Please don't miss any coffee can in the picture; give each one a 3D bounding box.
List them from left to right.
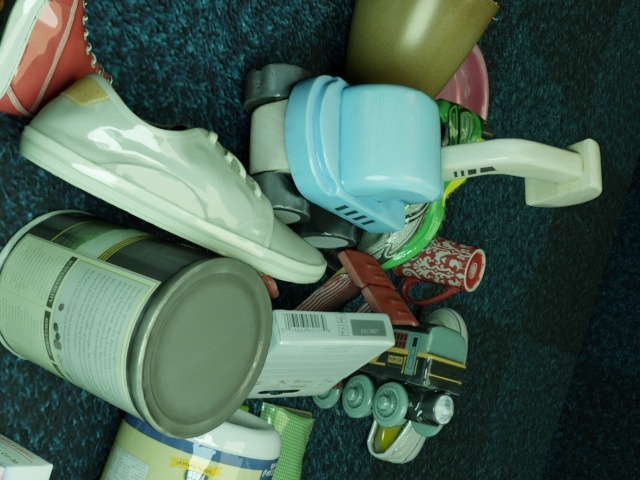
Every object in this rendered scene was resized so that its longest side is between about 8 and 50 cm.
[{"bbox_3d":[-0.224,0.087,0.920,0.201,0.275,0.201,-25,122,-48],"label":"coffee can"}]

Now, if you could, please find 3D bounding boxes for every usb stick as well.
[{"bbox_3d":[0.000,0.000,1.396,0.278,0.045,0.077,36,79,-53],"label":"usb stick"}]

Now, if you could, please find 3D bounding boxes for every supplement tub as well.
[{"bbox_3d":[-0.205,0.384,1.100,0.228,0.228,0.316,27,80,-54],"label":"supplement tub"}]

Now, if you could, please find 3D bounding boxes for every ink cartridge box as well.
[{"bbox_3d":[-0.394,0.267,0.895,0.198,0.115,0.067,23,83,-56],"label":"ink cartridge box"},{"bbox_3d":[-0.029,0.173,1.173,0.189,0.232,0.066,4,64,-29],"label":"ink cartridge box"}]

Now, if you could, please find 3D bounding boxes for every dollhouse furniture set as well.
[{"bbox_3d":[-0.071,0.396,1.353,0.301,0.151,0.197,29,79,-54],"label":"dollhouse furniture set"},{"bbox_3d":[-0.040,0.125,1.219,0.201,0.152,0.374,-43,153,23],"label":"dollhouse furniture set"}]

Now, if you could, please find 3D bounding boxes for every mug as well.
[{"bbox_3d":[0.248,0.059,1.648,0.113,0.169,0.150,-23,120,-49],"label":"mug"}]

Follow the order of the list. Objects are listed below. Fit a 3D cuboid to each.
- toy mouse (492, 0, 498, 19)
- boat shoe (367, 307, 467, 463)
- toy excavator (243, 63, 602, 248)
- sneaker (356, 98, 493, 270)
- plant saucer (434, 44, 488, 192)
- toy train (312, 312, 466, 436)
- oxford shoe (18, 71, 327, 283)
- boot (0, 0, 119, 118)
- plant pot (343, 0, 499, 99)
[{"bbox_3d":[0.346,-0.523,1.683,0.161,0.031,0.143,-2,104,-54],"label":"toy mouse"},{"bbox_3d":[0.194,0.310,1.719,0.156,0.136,0.367,23,93,-52],"label":"boat shoe"},{"bbox_3d":[0.156,-0.116,1.183,0.433,0.445,0.222,24,65,-55],"label":"toy excavator"},{"bbox_3d":[0.157,-0.102,1.421,0.146,0.134,0.343,28,94,-33],"label":"sneaker"},{"bbox_3d":[0.228,-0.251,1.580,0.332,0.084,0.332,-25,123,-47],"label":"plant saucer"},{"bbox_3d":[0.115,0.231,1.407,0.142,0.334,0.190,22,78,-35],"label":"toy train"},{"bbox_3d":[-0.138,-0.060,0.956,0.449,0.169,0.130,30,85,-41],"label":"oxford shoe"},{"bbox_3d":[-0.280,-0.244,0.890,0.176,0.088,0.244,21,93,-55],"label":"boot"},{"bbox_3d":[0.139,-0.323,1.337,0.237,0.237,0.254,4,114,-54],"label":"plant pot"}]
